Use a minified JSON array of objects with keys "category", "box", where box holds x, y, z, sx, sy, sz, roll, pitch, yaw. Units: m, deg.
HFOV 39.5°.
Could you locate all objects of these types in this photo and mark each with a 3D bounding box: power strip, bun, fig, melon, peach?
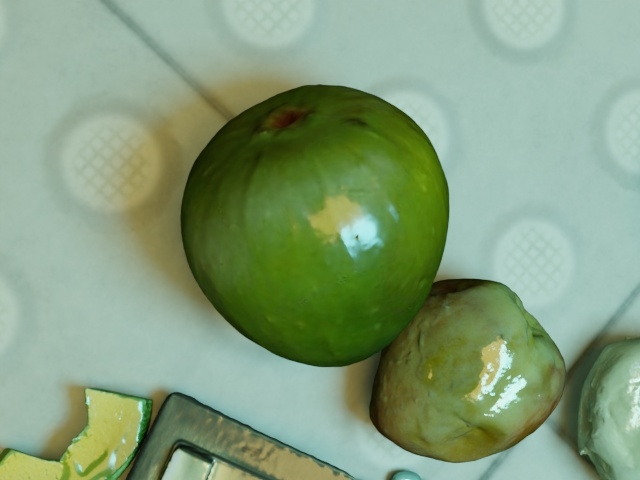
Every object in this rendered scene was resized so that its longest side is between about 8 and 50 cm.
[{"category":"power strip","box":[-0.117,0.339,1.041,0.251,0.092,0.257,26,85,-3]},{"category":"bun","box":[0.416,0.231,1.143,0.229,0.145,0.229,5,83,-46]},{"category":"fig","box":[0.000,0.000,0.985,0.316,0.316,0.316,0,90,-13]},{"category":"melon","box":[-0.283,0.245,1.021,0.118,0.064,0.209,46,78,-4]},{"category":"peach","box":[0.159,0.157,1.058,0.235,0.214,0.214,-34,97,6]}]

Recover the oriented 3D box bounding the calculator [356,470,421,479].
[{"category":"calculator","box":[0.037,0.406,1.099,0.295,0.042,0.184,-45,99,-8]}]
